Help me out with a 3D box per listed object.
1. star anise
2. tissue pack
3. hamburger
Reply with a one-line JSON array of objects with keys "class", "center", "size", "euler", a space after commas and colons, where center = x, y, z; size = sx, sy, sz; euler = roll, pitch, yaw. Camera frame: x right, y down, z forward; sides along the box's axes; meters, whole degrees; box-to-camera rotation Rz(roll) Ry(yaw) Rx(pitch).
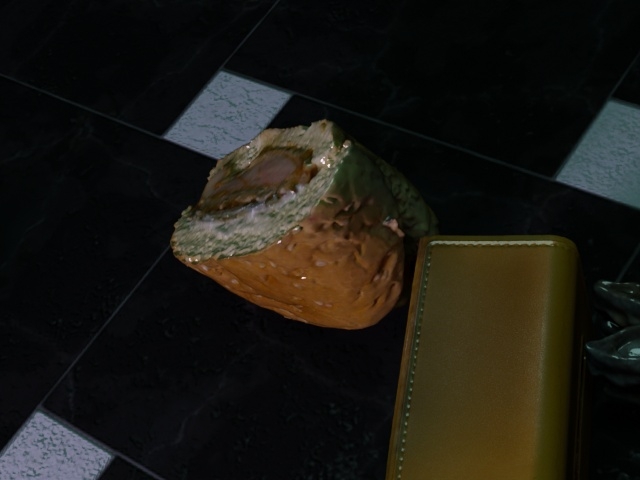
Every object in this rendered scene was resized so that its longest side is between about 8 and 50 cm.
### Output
[{"class": "star anise", "center": [0.347, 0.102, 1.127], "size": [0.223, 0.109, 0.236], "euler": [-29, 64, -10]}, {"class": "tissue pack", "center": [0.154, 0.156, 1.102], "size": [0.145, 0.194, 0.274], "euler": [-3, 53, 19]}, {"class": "hamburger", "center": [0.003, -0.001, 1.288], "size": [0.330, 0.209, 0.162], "euler": [-13, 49, 61]}]
